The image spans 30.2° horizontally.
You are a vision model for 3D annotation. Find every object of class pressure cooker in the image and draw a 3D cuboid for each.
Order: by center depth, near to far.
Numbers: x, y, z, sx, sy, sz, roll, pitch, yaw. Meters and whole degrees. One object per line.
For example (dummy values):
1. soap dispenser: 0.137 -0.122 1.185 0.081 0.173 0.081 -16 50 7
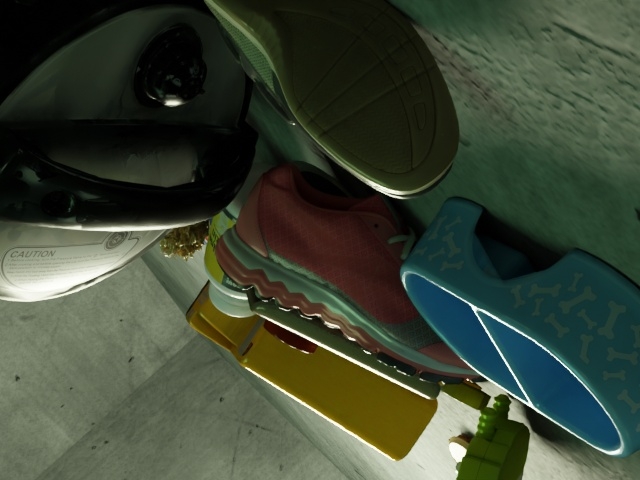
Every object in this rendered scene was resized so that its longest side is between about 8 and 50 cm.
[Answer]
1. pressure cooker: -0.272 -0.152 1.104 0.420 0.370 0.376 42 158 24

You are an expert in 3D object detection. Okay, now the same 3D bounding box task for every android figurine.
1. android figurine: 0.174 0.306 1.301 0.056 0.273 0.248 12 -167 21

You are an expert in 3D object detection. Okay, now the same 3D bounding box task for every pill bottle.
1. pill bottle: -0.082 0.005 1.403 0.103 0.103 0.184 43 139 24

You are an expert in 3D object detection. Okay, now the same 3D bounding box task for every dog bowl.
1. dog bowl: 0.170 0.070 0.940 0.297 0.074 0.166 32 160 55

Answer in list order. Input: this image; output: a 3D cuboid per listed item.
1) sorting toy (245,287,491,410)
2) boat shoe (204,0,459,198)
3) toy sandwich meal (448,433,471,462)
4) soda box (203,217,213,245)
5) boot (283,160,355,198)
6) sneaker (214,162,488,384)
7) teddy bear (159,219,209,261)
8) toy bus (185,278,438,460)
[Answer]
1. sorting toy: 0.051 0.124 1.283 0.307 0.041 0.229 27 -178 -11
2. boat shoe: 0.001 -0.131 0.855 0.285 0.103 0.092 47 174 26
3. toy sandwich meal: 0.211 0.298 1.642 0.085 0.029 0.086 43 156 25
4. soda box: -0.113 -0.001 1.704 0.263 0.083 0.092 50 169 -12
5. boot: 0.000 0.000 1.308 0.244 0.088 0.176 51 170 -28
6. sneaker: 0.057 0.029 1.127 0.313 0.136 0.116 25 -167 4
7. teddy bear: -0.193 -0.101 1.468 0.338 0.113 0.245 -151 61 -78
8. toy bus: -0.012 0.157 1.571 0.332 0.108 0.130 35 -179 -18
